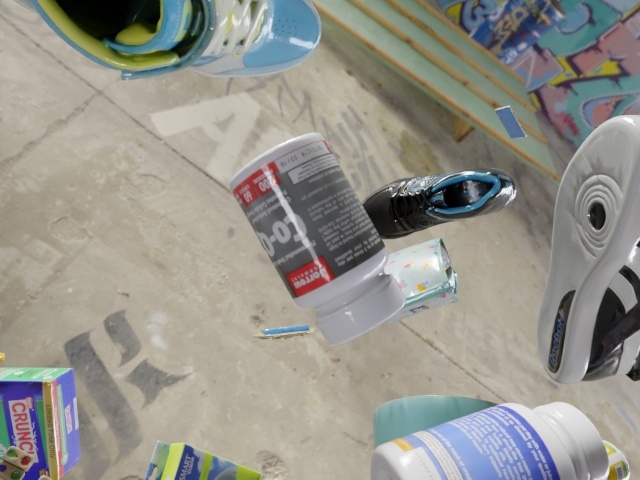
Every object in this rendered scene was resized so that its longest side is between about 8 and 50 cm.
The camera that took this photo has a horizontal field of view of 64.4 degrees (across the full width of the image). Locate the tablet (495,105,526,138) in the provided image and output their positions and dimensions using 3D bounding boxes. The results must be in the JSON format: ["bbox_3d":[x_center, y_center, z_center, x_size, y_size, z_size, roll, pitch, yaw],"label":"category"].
[{"bbox_3d":[0.442,-0.273,1.181,0.006,0.054,0.083,-39,104,-11],"label":"tablet"}]

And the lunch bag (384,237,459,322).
[{"bbox_3d":[0.257,0.120,1.397,0.160,0.223,0.262,65,18,-14],"label":"lunch bag"}]

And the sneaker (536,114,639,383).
[{"bbox_3d":[0.235,0.011,0.362,0.121,0.217,0.079,-4,36,-1],"label":"sneaker"}]

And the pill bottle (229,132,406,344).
[{"bbox_3d":[0.000,0.000,0.757,0.161,0.161,0.283,-30,90,-53],"label":"pill bottle"}]

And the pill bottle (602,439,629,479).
[{"bbox_3d":[0.750,0.674,1.463,0.245,0.136,0.136,-7,63,-26],"label":"pill bottle"}]

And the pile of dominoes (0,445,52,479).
[{"bbox_3d":[-0.698,0.544,1.028,0.196,0.040,0.251,33,52,-8],"label":"pile of dominoes"}]

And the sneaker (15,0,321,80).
[{"bbox_3d":[-0.100,-0.192,0.442,0.319,0.127,0.208,-1,31,-35],"label":"sneaker"}]

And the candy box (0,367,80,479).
[{"bbox_3d":[-0.809,0.472,1.319,0.122,0.317,0.268,-80,169,-84],"label":"candy box"}]

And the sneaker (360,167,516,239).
[{"bbox_3d":[0.213,-0.085,1.036,0.139,0.340,0.125,-2,78,-65],"label":"sneaker"}]

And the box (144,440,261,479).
[{"bbox_3d":[-0.174,0.374,0.750,0.178,0.042,0.109,39,46,-33],"label":"box"}]

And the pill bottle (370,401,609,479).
[{"bbox_3d":[0.213,0.294,0.634,0.272,0.152,0.152,-11,64,-17],"label":"pill bottle"}]

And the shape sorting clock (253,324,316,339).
[{"bbox_3d":[-0.117,0.304,1.664,0.206,0.206,0.040,3,77,-45],"label":"shape sorting clock"}]

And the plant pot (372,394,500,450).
[{"bbox_3d":[0.233,0.450,0.931,0.293,0.293,0.235,30,49,-25],"label":"plant pot"}]

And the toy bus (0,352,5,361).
[{"bbox_3d":[-0.805,0.274,1.085,0.149,0.220,0.211,56,34,-70],"label":"toy bus"}]
